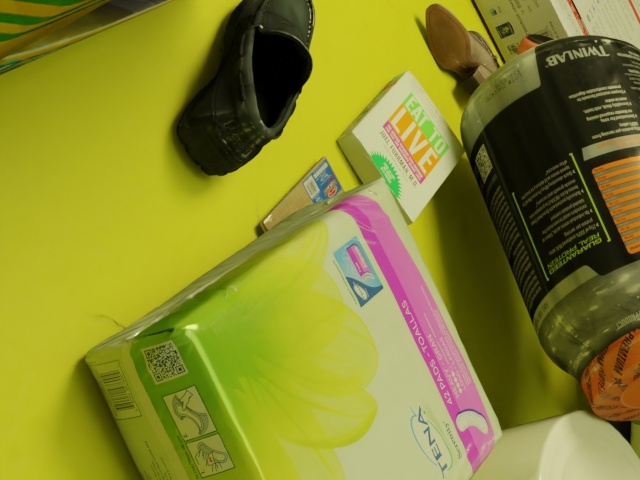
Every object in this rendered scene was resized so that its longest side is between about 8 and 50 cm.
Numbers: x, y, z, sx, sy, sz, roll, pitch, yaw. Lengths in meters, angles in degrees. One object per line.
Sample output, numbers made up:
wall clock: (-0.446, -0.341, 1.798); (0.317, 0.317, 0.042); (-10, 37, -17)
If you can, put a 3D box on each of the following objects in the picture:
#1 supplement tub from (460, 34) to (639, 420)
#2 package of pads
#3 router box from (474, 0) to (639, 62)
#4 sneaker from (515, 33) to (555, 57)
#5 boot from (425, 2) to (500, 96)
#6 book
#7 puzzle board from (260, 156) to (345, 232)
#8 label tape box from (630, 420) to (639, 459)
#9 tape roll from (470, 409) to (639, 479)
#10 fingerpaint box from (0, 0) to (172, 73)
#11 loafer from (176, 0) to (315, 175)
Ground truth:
supplement tub: (0.260, -0.011, 1.262); (0.193, 0.193, 0.316); (24, 41, -50)
package of pads: (-0.003, 0.114, 0.951); (0.296, 0.101, 0.229); (-35, 103, -54)
router box: (0.313, -0.230, 1.654); (0.335, 0.082, 0.301); (60, 32, -16)
sneaker: (0.312, -0.100, 1.488); (0.314, 0.136, 0.116); (25, 13, -21)
boot: (0.147, -0.197, 1.426); (0.118, 0.042, 0.087); (62, 26, -15)
book: (0.071, -0.083, 1.251); (0.096, 0.035, 0.144); (57, 35, -14)
puzzle board: (0.000, 0.000, 1.110); (0.096, 0.011, 0.128); (60, 32, -14)
label tape box: (0.387, 0.166, 1.488); (0.249, 0.115, 0.348); (-69, 160, -47)
tape roll: (0.212, 0.293, 1.189); (0.286, 0.100, 0.286); (34, 47, -45)
fingerpaint box: (-0.066, -0.238, 0.796); (0.163, 0.371, 0.445); (64, 31, -10)
loafer: (-0.037, -0.131, 1.060); (0.076, 0.078, 0.223); (53, 35, -26)
